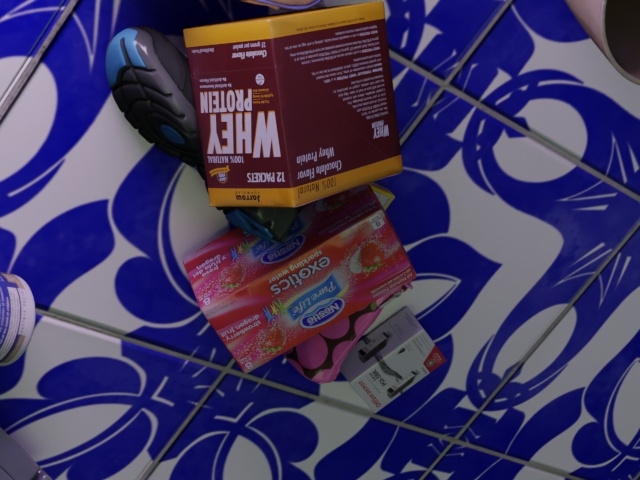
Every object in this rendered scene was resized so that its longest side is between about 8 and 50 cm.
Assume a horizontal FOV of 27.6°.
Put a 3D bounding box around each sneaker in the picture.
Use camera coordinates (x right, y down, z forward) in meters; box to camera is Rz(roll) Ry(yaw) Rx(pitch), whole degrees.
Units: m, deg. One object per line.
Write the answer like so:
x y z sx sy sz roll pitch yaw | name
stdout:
-0.119 -0.144 1.503 0.139 0.125 0.341 -56 136 -16 | sneaker

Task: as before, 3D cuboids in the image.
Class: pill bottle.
-0.427 0.081 1.466 0.187 0.112 0.112 13 119 -49 | pill bottle

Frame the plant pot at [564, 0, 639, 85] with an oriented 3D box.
0.352 -0.352 1.469 0.256 0.274 0.256 -15 132 -18 | plant pot

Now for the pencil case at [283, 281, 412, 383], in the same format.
0.039 0.104 1.781 0.095 0.098 0.209 4 127 -54 | pencil case

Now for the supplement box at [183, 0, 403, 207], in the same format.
-0.026 -0.150 1.418 0.191 0.129 0.194 -20 107 -47 | supplement box

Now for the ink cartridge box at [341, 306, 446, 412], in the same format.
0.103 0.177 1.908 0.135 0.056 0.099 -37 136 1 | ink cartridge box

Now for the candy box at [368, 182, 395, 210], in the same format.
0.000 0.000 1.725 0.105 0.027 0.206 21 113 -39 | candy box

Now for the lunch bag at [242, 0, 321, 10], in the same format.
-0.091 -0.375 1.313 0.303 0.115 0.243 10 118 -36 | lunch bag

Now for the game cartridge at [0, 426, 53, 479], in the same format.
-0.502 0.279 1.579 0.230 0.068 0.355 -45 133 -16 | game cartridge

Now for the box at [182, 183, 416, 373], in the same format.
-0.027 0.035 1.639 0.257 0.122 0.128 -29 127 1 | box
